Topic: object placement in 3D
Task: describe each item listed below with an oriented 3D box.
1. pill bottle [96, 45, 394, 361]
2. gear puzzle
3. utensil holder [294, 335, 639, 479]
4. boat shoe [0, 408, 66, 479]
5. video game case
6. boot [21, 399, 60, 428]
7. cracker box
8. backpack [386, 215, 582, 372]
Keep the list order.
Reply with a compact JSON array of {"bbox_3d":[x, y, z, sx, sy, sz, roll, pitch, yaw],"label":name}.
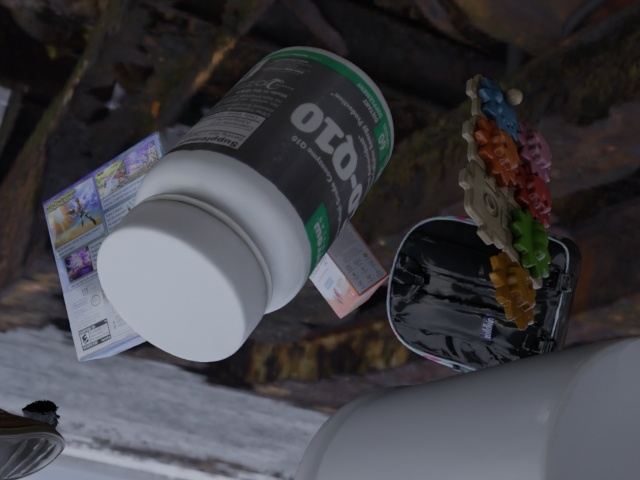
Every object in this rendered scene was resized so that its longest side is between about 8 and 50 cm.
[{"bbox_3d":[-0.074,-0.048,1.086,0.204,0.361,0.204,17,134,18],"label":"pill bottle"},{"bbox_3d":[0.224,-0.048,1.127,0.044,0.339,0.175,-23,128,32],"label":"gear puzzle"},{"bbox_3d":[0.201,0.276,0.964,0.328,0.327,0.385,19,154,-26],"label":"utensil holder"},{"bbox_3d":[-0.482,0.272,1.401,0.104,0.111,0.307,45,-175,24],"label":"boat shoe"},{"bbox_3d":[-0.262,0.014,1.366,0.269,0.244,0.061,-24,167,36],"label":"video game case"},{"bbox_3d":[-0.529,0.336,1.760,0.121,0.099,0.045,-1,-143,-33],"label":"boot"},{"bbox_3d":[0.000,0.000,1.564,0.232,0.067,0.156,53,162,9],"label":"cracker box"},{"bbox_3d":[0.230,0.075,1.404,0.253,0.225,0.191,12,-177,20],"label":"backpack"}]
